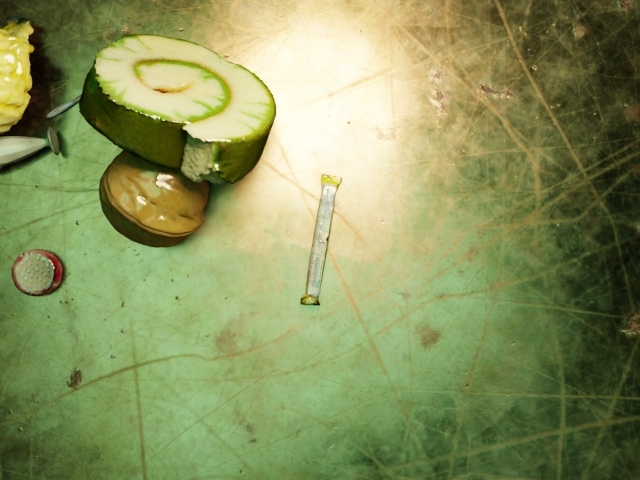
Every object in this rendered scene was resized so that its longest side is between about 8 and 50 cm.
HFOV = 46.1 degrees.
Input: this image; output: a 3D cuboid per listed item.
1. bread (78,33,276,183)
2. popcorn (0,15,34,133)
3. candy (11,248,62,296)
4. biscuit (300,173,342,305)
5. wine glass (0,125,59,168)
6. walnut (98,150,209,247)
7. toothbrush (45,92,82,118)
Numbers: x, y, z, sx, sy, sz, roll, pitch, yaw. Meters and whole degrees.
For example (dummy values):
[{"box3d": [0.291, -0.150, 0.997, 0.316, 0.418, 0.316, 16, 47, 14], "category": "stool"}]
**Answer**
[{"box3d": [-0.273, -0.257, 1.488, 0.366, 0.129, 0.382, -9, 50, -35], "category": "bread"}, {"box3d": [-0.717, -0.329, 1.516, 0.292, 0.293, 0.237, 7, 109, -2], "category": "popcorn"}, {"box3d": [-0.606, 0.069, 1.608, 0.103, 0.043, 0.103, 0, 89, -2], "category": "candy"}, {"box3d": [0.000, 0.000, 1.641, 0.048, 0.026, 0.292, 10, 88, 2], "category": "biscuit"}, {"box3d": [-0.641, -0.195, 1.604, 0.155, 0.073, 0.073, -12, 89, -6], "category": "wine glass"}, {"box3d": [-0.338, -0.094, 1.548, 0.228, 0.228, 0.228, 0, 88, -2], "category": "walnut"}, {"box3d": [-0.514, -0.316, 1.636, 0.193, 0.019, 0.013, -32, 90, -1], "category": "toothbrush"}]
